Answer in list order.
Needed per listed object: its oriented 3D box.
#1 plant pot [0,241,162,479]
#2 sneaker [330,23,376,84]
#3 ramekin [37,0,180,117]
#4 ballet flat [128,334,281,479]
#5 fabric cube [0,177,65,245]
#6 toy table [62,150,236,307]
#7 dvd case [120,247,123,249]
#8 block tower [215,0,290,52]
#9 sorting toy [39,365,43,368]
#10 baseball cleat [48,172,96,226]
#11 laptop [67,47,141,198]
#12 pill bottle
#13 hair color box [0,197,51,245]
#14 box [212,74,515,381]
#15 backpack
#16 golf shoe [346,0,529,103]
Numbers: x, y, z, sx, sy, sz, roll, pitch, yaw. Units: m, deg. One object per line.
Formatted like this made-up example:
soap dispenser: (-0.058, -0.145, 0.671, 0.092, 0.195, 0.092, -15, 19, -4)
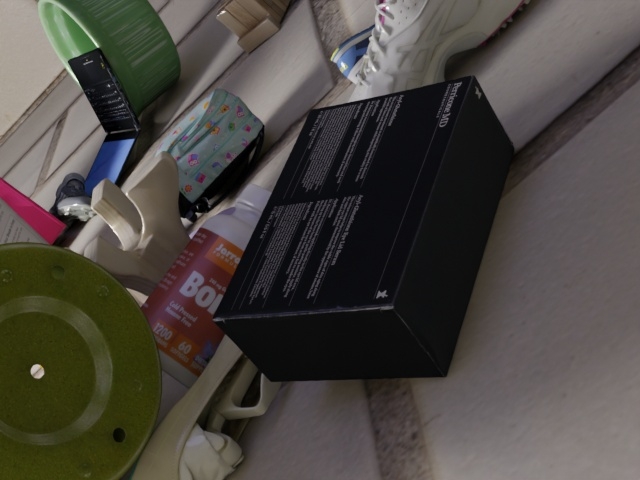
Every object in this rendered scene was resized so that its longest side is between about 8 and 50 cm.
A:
plant pot: (-0.338, 0.165, 1.046, 0.353, 0.366, 0.366, -28, 32, 50)
sneaker: (0.086, -0.248, 1.346, 0.144, 0.059, 0.053, -32, -7, 2)
ramekin: (-0.422, -0.400, 2.168, 0.148, 0.303, 0.303, -40, 19, -20)
ballet flat: (-0.095, 0.169, 1.013, 0.086, 0.086, 0.248, -11, 43, 56)
fabric cube: (-0.688, 0.009, 2.052, 0.258, 0.254, 0.259, -56, 17, -17)
toy table: (-0.232, 0.026, 1.361, 0.274, 0.161, 0.252, -48, 23, 3)
dvd case: (-0.329, 0.053, 1.597, 0.164, 0.018, 0.221, -42, 13, -31)
block tower: (-0.094, -0.498, 1.985, 0.091, 0.097, 0.335, -30, 31, 40)
sorting toy: (-0.423, 0.155, 1.665, 0.083, 0.045, 0.075, -45, 16, 13)
baseball cleat: (-0.480, -0.086, 2.063, 0.206, 0.072, 0.109, -11, 65, 56)
laptop: (-0.457, -0.221, 2.095, 0.137, 0.264, 0.234, -33, 17, -22)
pill bottle: (-0.103, 0.051, 1.137, 0.216, 0.121, 0.121, -55, 24, -10)
hair color box: (-0.572, 0.002, 1.755, 0.105, 0.347, 0.174, -34, 26, 14)
box: (0.046, -0.010, 0.939, 0.184, 0.103, 0.261, -9, 44, 38)
backpack: (-0.165, -0.127, 1.527, 0.182, 0.115, 0.152, -47, 21, 0)
golf shoe: (0.094, -0.227, 1.184, 0.306, 0.140, 0.115, -48, 25, 8)
